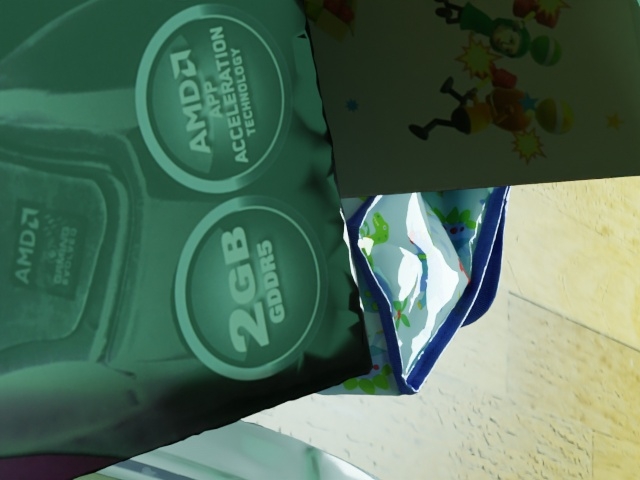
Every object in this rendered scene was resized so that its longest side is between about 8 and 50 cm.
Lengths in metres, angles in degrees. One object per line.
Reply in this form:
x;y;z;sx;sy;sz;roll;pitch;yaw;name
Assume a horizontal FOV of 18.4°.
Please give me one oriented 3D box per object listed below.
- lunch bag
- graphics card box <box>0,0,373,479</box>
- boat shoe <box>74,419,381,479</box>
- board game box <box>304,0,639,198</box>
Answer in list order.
0.000;0.000;0.815;0.151;0.129;0.096;-54;132;-52;lunch bag
-0.175;-0.032;0.405;0.371;0.094;0.233;-17;101;-34;graphics card box
-0.081;0.097;0.707;0.302;0.109;0.094;26;77;-45;boat shoe
-0.004;-0.086;0.647;0.224;0.303;0.097;-38;118;-55;board game box
